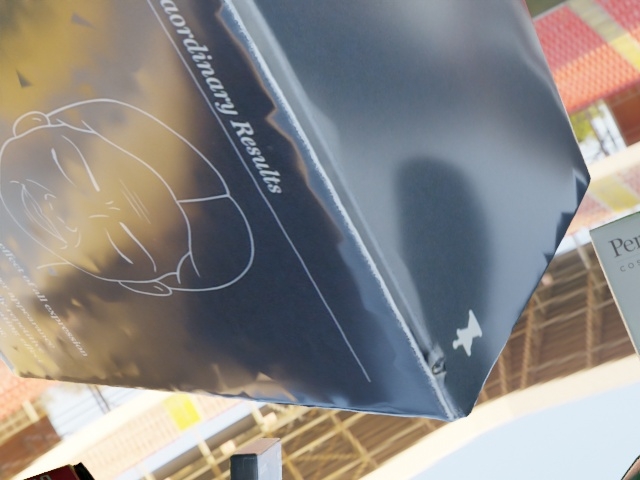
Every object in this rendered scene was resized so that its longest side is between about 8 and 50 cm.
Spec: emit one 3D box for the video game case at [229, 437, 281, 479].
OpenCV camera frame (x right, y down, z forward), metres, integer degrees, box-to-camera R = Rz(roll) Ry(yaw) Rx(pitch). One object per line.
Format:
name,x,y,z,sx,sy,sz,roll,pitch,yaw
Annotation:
video game case,-0.048,0.305,0.780,0.026,0.274,0.196,-3,172,2

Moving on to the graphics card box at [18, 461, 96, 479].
graphics card box,-0.279,0.288,0.506,0.371,0.232,0.094,-13,-157,-27

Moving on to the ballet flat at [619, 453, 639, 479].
ballet flat,0.224,0.109,0.477,0.342,0.124,0.116,-63,-179,-11

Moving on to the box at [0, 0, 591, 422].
box,-0.092,-0.079,0.583,0.396,0.293,0.212,-2,-142,41

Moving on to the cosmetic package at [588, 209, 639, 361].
cosmetic package,0.401,0.131,0.815,0.217,0.384,0.156,-25,170,17
